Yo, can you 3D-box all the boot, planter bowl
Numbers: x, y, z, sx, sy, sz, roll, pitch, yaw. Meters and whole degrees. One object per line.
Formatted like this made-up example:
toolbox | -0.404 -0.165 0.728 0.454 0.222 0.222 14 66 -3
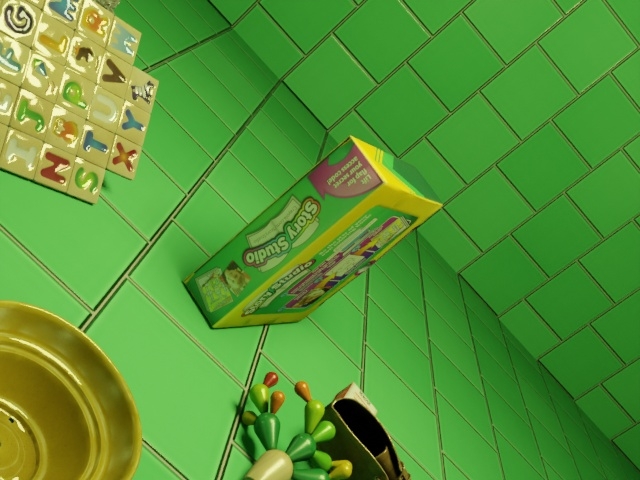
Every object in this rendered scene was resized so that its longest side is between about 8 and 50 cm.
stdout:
boot | 0.094 0.367 1.106 0.112 0.115 0.305 -26 67 -32
planter bowl | -0.278 0.168 0.696 0.217 0.090 0.217 44 19 -19

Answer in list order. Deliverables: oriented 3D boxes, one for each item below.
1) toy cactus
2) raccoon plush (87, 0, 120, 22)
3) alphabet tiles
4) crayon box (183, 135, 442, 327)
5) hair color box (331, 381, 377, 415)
toy cactus | -0.047 0.295 1.034 0.219 0.112 0.180 55 37 8
raccoon plush | -0.496 -0.458 1.177 0.299 0.216 0.447 30 42 -45
alphabet tiles | -0.374 -0.221 1.072 0.342 0.011 0.285 26 73 -53
crayon box | 0.000 0.000 1.269 0.106 0.363 0.313 56 18 18
hair color box | 0.049 0.305 1.299 0.072 0.043 0.141 51 18 3
